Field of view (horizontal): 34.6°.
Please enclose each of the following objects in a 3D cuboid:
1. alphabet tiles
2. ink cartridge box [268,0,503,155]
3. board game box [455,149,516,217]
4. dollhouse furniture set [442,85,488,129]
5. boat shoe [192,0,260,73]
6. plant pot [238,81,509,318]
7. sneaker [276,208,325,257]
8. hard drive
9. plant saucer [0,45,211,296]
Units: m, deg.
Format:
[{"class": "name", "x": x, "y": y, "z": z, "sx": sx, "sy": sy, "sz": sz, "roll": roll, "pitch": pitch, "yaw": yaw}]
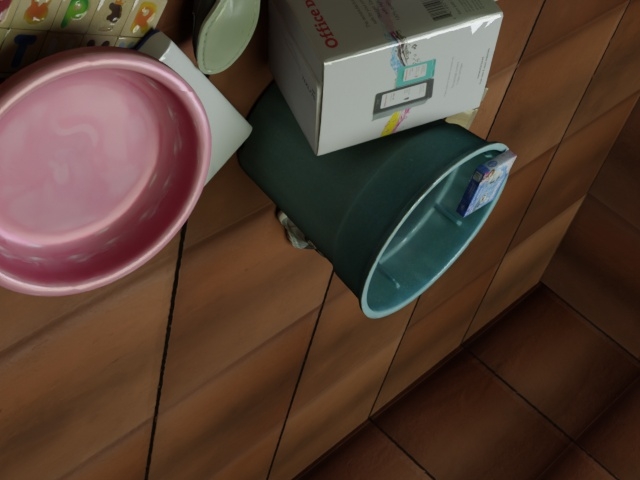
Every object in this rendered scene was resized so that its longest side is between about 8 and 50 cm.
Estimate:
[{"class": "alphabet tiles", "x": -0.269, "y": -0.288, "z": 1.172, "sx": 0.285, "sy": 0.011, "sz": 0.342, "roll": -11, "pitch": 137, "yaw": -56}, {"class": "ink cartridge box", "x": 0.081, "y": -0.285, "z": 1.473, "sx": 0.270, "sy": 0.198, "sz": 0.197, "roll": -18, "pitch": 148, "yaw": -15}, {"class": "board game box", "x": 0.253, "y": -0.087, "z": 1.571, "sx": 0.090, "sy": 0.020, "sz": 0.090, "roll": -30, "pitch": 151, "yaw": -42}, {"class": "dollhouse furniture set", "x": 0.235, "y": -0.319, "z": 2.036, "sx": 0.151, "sy": 0.123, "sz": 0.144, "roll": 7, "pitch": 129, "yaw": -22}, {"class": "boat shoe", "x": -0.121, "y": -0.321, "z": 1.314, "sx": 0.081, "sy": 0.068, "sz": 0.227, "roll": -12, "pitch": 140, "yaw": -38}, {"class": "plant pot", "x": 0.068, "y": -0.111, "z": 1.657, "sx": 0.341, "sy": 0.334, "sz": 0.341, "roll": -40, "pitch": 157, "yaw": -21}, {"class": "sneaker", "x": 0.000, "y": 0.000, "z": 1.976, "sx": 0.086, "sy": 0.132, "sz": 0.229, "roll": -49, "pitch": 158, "yaw": -1}, {"class": "hard drive", "x": -0.224, "y": -0.143, "z": 1.437, "sx": 0.210, "sy": 0.040, "sz": 0.319, "roll": -48, "pitch": 160, "yaw": -1}, {"class": "plant saucer", "x": -0.293, "y": -0.088, "z": 1.240, "sx": 0.332, "sy": 0.084, "sz": 0.332, "roll": -23, "pitch": 135, "yaw": -25}]
